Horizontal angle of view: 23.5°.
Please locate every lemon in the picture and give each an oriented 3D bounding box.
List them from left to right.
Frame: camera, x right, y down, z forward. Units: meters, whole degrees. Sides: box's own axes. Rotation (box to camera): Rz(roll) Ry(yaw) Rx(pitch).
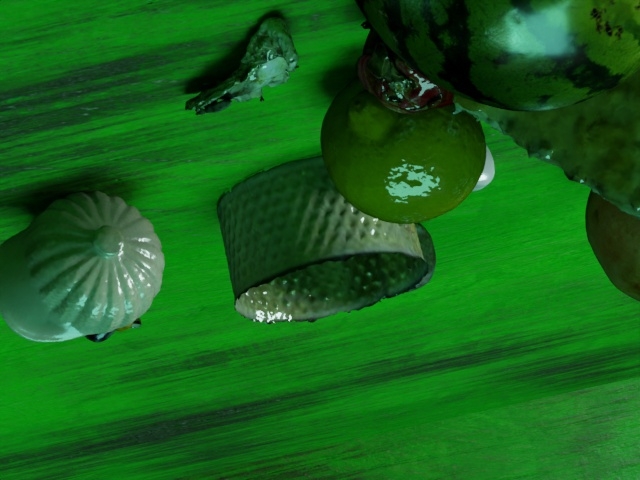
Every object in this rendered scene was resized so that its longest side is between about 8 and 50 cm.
[{"bbox_3d":[0.099,-0.105,1.754,0.184,0.184,0.248,-18,161,19],"label":"lemon"}]

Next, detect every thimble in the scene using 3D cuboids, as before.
[{"bbox_3d":[0.000,0.000,2.052,0.270,0.150,0.271,-12,162,-4],"label":"thimble"}]

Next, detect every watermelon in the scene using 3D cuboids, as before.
[{"bbox_3d":[0.159,-0.242,1.202,0.285,0.285,0.285,-11,162,-4],"label":"watermelon"}]

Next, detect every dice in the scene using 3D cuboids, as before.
[{"bbox_3d":[0.111,0.026,2.295,0.091,0.094,0.093,0,160,-36],"label":"dice"}]

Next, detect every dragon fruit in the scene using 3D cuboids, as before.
[{"bbox_3d":[0.135,-0.193,1.605,0.246,0.125,0.125,-7,170,-40],"label":"dragon fruit"}]

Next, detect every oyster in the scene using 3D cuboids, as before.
[{"bbox_3d":[-0.075,-0.181,1.640,0.199,0.061,0.106,-23,177,38],"label":"oyster"}]

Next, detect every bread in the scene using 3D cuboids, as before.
[{"bbox_3d":[0.319,-0.174,1.545,0.239,0.264,0.395,28,-170,22],"label":"bread"}]

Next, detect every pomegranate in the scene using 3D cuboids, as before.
[{"bbox_3d":[0.507,-0.034,2.160,0.252,0.229,0.270,-6,156,-21],"label":"pomegranate"}]

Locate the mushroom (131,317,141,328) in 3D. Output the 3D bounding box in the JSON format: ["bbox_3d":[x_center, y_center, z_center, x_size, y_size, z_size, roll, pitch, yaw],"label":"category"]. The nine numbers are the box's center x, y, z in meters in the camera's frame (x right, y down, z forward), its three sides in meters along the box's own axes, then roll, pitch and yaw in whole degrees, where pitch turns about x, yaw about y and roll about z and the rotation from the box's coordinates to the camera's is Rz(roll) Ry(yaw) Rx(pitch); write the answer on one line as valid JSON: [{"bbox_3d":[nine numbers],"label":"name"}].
[{"bbox_3d":[-0.330,0.128,2.438,0.101,0.019,0.049,2,157,-31],"label":"mushroom"}]

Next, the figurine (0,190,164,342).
[{"bbox_3d":[-0.290,0.037,1.988,0.204,0.185,0.332,-47,178,3],"label":"figurine"}]

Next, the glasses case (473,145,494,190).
[{"bbox_3d":[0.134,-0.098,1.960,0.197,0.076,0.049,-3,158,-28],"label":"glasses case"}]
